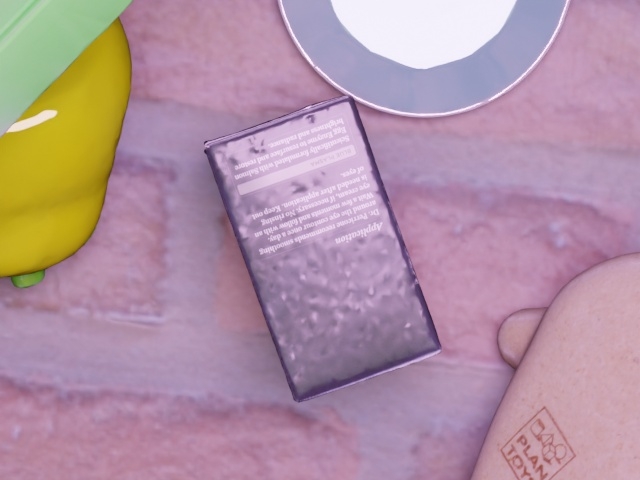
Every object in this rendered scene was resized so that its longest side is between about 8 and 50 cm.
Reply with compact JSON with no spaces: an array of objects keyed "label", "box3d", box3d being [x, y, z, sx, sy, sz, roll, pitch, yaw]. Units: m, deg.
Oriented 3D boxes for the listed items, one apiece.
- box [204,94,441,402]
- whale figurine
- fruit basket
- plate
[{"label":"box","box3d":[0.000,0.000,1.113,0.093,0.156,0.158,-19,94,0]},{"label":"whale figurine","box3d":[0.180,0.133,1.143,0.272,0.141,0.216,-46,53,20]},{"label":"fruit basket","box3d":[-0.194,-0.151,1.044,0.283,0.392,0.392,-45,93,4]},{"label":"plate","box3d":[0.064,-0.171,1.167,0.188,0.024,0.188,0,95,-1]}]
